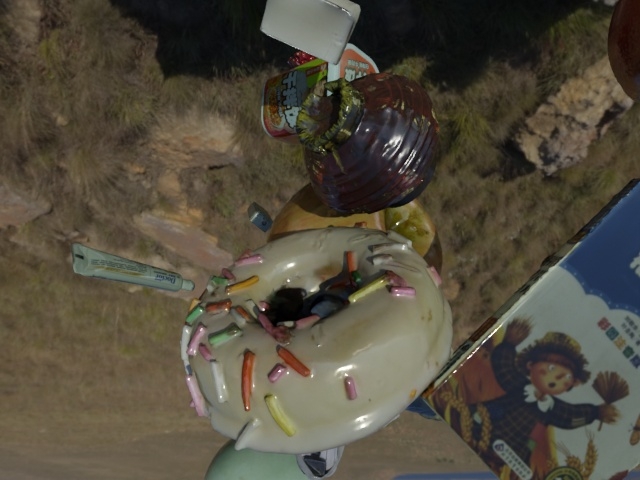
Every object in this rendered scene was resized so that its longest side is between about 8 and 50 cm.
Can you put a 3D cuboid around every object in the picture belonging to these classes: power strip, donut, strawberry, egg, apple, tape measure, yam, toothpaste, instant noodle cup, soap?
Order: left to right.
[{"bbox_3d":[-0.350,0.062,0.885,0.037,0.067,0.255,-39,144,22],"label":"toothpaste"},{"bbox_3d":[-0.224,-0.090,1.691,0.078,0.052,0.272,39,-178,-17],"label":"power strip"},{"bbox_3d":[-0.152,0.658,1.282,0.276,0.276,0.389,-22,163,34],"label":"egg"},{"bbox_3d":[-0.022,-0.460,0.956,0.183,0.064,0.121,22,134,-9],"label":"soap"},{"bbox_3d":[-0.014,0.102,0.635,0.383,0.382,0.142,-8,118,15],"label":"donut"},{"bbox_3d":[-0.004,-0.420,1.415,0.308,0.294,0.294,0,156,37],"label":"instant noodle cup"},{"bbox_3d":[-0.002,-0.611,1.693,0.234,0.178,0.234,-8,-170,2],"label":"strawberry"},{"bbox_3d":[0.004,0.406,0.999,0.120,0.197,0.236,6,-179,8],"label":"tape measure"},{"bbox_3d":[0.062,0.035,1.056,0.391,0.391,0.346,23,138,-35],"label":"apple"},{"bbox_3d":[0.253,-0.535,1.560,0.070,0.146,0.070,22,160,8],"label":"yam"}]

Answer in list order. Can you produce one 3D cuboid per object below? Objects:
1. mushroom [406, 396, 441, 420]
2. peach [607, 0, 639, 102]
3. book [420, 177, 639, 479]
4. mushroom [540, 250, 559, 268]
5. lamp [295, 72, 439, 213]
[{"bbox_3d":[0.181,0.314,0.985,0.107,0.087,0.333,-16,143,39],"label":"mushroom"},{"bbox_3d":[0.663,-0.402,0.756,0.290,0.372,0.372,21,156,17],"label":"peach"},{"bbox_3d":[0.381,0.163,0.636,0.300,0.428,0.039,46,178,-7],"label":"book"},{"bbox_3d":[0.750,0.074,1.440,0.109,0.085,0.126,12,164,-3],"label":"mushroom"},{"bbox_3d":[0.073,-0.160,0.751,0.247,0.247,0.247,0,151,0],"label":"lamp"}]
